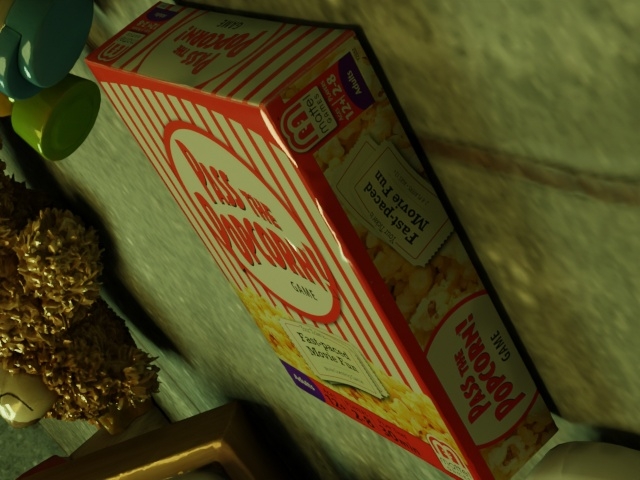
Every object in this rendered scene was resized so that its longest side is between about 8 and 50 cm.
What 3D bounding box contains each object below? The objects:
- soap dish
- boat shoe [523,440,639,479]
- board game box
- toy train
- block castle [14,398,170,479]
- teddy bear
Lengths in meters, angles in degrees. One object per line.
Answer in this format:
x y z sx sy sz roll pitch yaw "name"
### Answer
-0.124 0.257 1.024 0.291 0.118 0.229 -23 116 25 "soap dish"
0.149 0.155 0.430 0.267 0.088 0.096 29 154 45 "boat shoe"
0.000 0.000 0.531 0.147 0.045 0.193 21 147 55 "board game box"
-0.178 -0.088 0.704 0.143 0.105 0.248 30 158 13 "toy train"
-0.386 0.091 1.342 0.453 0.213 0.303 33 156 42 "block castle"
-0.261 0.024 0.998 0.245 0.113 0.338 1 131 15 "teddy bear"
